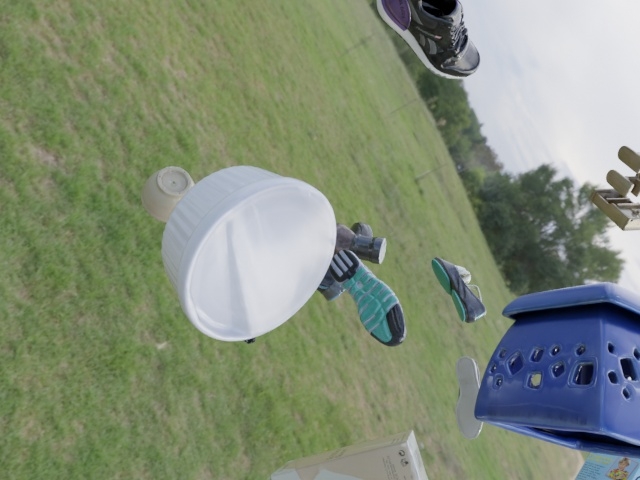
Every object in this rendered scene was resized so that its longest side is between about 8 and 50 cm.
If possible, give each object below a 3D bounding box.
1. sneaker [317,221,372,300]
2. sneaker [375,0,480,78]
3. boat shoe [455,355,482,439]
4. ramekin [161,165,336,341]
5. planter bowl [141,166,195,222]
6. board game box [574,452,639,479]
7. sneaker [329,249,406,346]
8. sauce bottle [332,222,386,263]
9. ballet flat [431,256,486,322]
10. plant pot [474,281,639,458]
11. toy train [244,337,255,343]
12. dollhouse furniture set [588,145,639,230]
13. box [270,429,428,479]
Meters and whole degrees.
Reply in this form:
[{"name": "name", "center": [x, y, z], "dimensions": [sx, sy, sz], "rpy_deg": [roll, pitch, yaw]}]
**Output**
[{"name": "sneaker", "center": [0.067, 0.036, 1.855], "dimensions": [0.140, 0.125, 0.341], "rpy_deg": [41, 47, -11]}, {"name": "sneaker", "center": [0.248, -0.425, 1.131], "dimensions": [0.283, 0.107, 0.124], "rpy_deg": [26, -8, -31]}, {"name": "boat shoe", "center": [0.392, 0.408, 1.446], "dimensions": [0.065, 0.075, 0.206], "rpy_deg": [33, 53, -54]}, {"name": "ramekin", "center": [-0.117, 0.010, 0.859], "dimensions": [0.127, 0.273, 0.273], "rpy_deg": [35, -5, 38]}, {"name": "planter bowl", "center": [-0.429, -0.145, 1.609], "dimensions": [0.162, 0.109, 0.162], "rpy_deg": [10, 62, -19]}, {"name": "board game box", "center": [0.625, 0.574, 1.177], "dimensions": [0.142, 0.275, 0.144], "rpy_deg": [44, -17, -5]}, {"name": "sneaker", "center": [0.108, 0.110, 1.076], "dimensions": [0.098, 0.083, 0.223], "rpy_deg": [29, 24, -54]}, {"name": "sauce bottle", "center": [0.000, 0.000, 1.481], "dimensions": [0.111, 0.344, 0.111], "rpy_deg": [12, 90, -72]}, {"name": "ballet flat", "center": [0.323, 0.108, 1.286], "dimensions": [0.074, 0.074, 0.203], "rpy_deg": [51, 12, -38]}, {"name": "plant pot", "center": [0.402, 0.193, 0.824], "dimensions": [0.236, 0.236, 0.212], "rpy_deg": [21, 70, -21]}, {"name": "toy train", "center": [-0.216, 0.205, 1.475], "dimensions": [0.027, 0.036, 0.158], "rpy_deg": [-115, -179, -76]}, {"name": "dollhouse furniture set", "center": [0.901, -0.172, 1.583], "dimensions": [0.161, 0.212, 0.242], "rpy_deg": [-110, -157, -50]}, {"name": "box", "center": [0.066, 0.520, 1.215], "dimensions": [0.148, 0.311, 0.121], "rpy_deg": [34, 39, -74]}]
